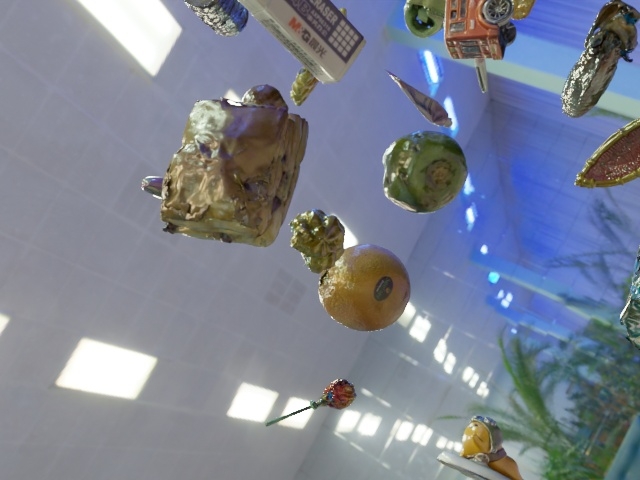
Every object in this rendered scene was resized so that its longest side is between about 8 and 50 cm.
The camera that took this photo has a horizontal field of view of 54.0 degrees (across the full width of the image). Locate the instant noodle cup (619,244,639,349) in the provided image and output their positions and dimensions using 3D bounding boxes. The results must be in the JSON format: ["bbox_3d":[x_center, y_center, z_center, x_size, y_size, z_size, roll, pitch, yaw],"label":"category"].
[{"bbox_3d":[0.620,0.076,1.030,0.240,0.240,0.178,79,-153,-53],"label":"instant noodle cup"}]

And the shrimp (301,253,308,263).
[{"bbox_3d":[-0.035,0.053,2.014,0.023,0.114,0.083,-36,-49,13],"label":"shrimp"}]

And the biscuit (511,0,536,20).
[{"bbox_3d":[0.599,-0.763,1.827,0.029,0.118,0.247,-21,-36,-31],"label":"biscuit"}]

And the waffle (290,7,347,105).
[{"bbox_3d":[-0.001,-0.485,1.657,0.261,0.056,0.250,-64,1,-13],"label":"waffle"}]

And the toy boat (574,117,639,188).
[{"bbox_3d":[0.817,-0.237,1.643,0.099,0.141,0.318,-7,-28,-46],"label":"toy boat"}]

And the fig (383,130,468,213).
[{"bbox_3d":[0.227,-0.182,1.557,0.206,0.275,0.206,-6,-72,-17],"label":"fig"}]

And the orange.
[{"bbox_3d":[0.130,0.139,1.869,0.274,0.274,0.274,-44,-31,-35],"label":"orange"}]

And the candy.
[{"bbox_3d":[-0.017,0.306,1.159,0.201,0.060,0.060,-12,-53,-38],"label":"candy"}]

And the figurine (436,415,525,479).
[{"bbox_3d":[0.418,0.512,1.494,0.141,0.250,0.166,-64,5,-18],"label":"figurine"}]

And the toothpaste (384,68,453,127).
[{"bbox_3d":[0.303,-0.422,1.893,0.301,0.048,0.075,28,-136,-38],"label":"toothpaste"}]

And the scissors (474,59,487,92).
[{"bbox_3d":[0.399,-0.460,1.583,0.022,0.086,0.176,-92,-9,-81],"label":"scissors"}]

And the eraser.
[{"bbox_3d":[-0.038,-0.471,1.338,0.279,0.081,0.124,39,-101,-29],"label":"eraser"}]

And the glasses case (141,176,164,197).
[{"bbox_3d":[-0.438,-0.154,2.098,0.123,0.317,0.075,-157,81,-73],"label":"glasses case"}]

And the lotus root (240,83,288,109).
[{"bbox_3d":[-0.155,-0.340,1.651,0.122,0.112,0.081,54,-134,-32],"label":"lotus root"}]

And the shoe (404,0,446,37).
[{"bbox_3d":[0.288,-0.612,1.563,0.262,0.140,0.128,93,-167,-68],"label":"shoe"}]

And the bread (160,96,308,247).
[{"bbox_3d":[-0.183,-0.158,1.259,0.167,0.278,0.324,64,-140,-52],"label":"bread"}]

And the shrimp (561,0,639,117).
[{"bbox_3d":[0.648,-0.420,1.452,0.221,0.110,0.446,-62,-12,0],"label":"shrimp"}]

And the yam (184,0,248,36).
[{"bbox_3d":[-0.246,-0.573,1.486,0.280,0.131,0.131,-40,-26,-83],"label":"yam"}]

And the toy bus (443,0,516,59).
[{"bbox_3d":[0.341,-0.559,1.326,0.143,0.153,0.329,14,-99,-68],"label":"toy bus"}]

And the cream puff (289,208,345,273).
[{"bbox_3d":[0.000,0.000,1.467,0.121,0.156,0.156,-23,-25,9],"label":"cream puff"}]
